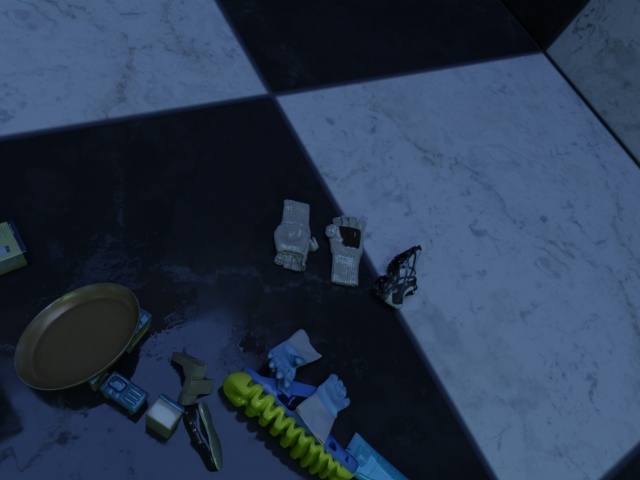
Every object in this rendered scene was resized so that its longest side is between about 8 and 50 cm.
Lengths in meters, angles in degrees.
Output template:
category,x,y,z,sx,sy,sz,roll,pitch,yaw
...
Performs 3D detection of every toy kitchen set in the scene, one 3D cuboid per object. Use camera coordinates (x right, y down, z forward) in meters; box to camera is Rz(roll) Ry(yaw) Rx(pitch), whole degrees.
category,x,y,z,sx,sy,sz,roll,pitch,yaw
toy kitchen set,-0.266,0.282,0.981,0.075,0.068,0.083,15,84,35
toy kitchen set,-0.325,0.243,0.920,0.207,0.122,0.166,34,56,0

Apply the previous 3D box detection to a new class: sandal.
category,x,y,z,sx,sy,sz,roll,pitch,yaw
sandal,-0.040,0.349,0.972,0.317,0.126,0.138,44,51,5

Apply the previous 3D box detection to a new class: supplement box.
category,x,y,z,sx,sy,sz,roll,pitch,yaw
supplement box,-0.648,0.018,0.967,0.083,0.056,0.083,-26,74,-30

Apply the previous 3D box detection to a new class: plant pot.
category,x,y,z,sx,sy,sz,roll,pitch,yaw
plant pot,-0.452,0.181,0.908,0.237,0.032,0.236,-7,44,7

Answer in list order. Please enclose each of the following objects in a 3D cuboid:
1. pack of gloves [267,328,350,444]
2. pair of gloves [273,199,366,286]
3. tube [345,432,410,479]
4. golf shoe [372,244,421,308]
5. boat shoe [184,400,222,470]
category,x,y,z,sx,sy,sz,roll,pitch,yaw
pack of gloves,-0.008,0.276,0.983,0.195,0.046,0.232,51,15,8
pair of gloves,0.000,0.000,1.229,0.240,0.042,0.204,17,58,-10
tube,0.137,0.498,0.997,0.207,0.052,0.080,36,51,8
golf shoe,0.217,0.095,1.247,0.094,0.077,0.198,48,60,-8
boat shoe,-0.225,0.382,0.929,0.042,0.049,0.132,-24,77,0
